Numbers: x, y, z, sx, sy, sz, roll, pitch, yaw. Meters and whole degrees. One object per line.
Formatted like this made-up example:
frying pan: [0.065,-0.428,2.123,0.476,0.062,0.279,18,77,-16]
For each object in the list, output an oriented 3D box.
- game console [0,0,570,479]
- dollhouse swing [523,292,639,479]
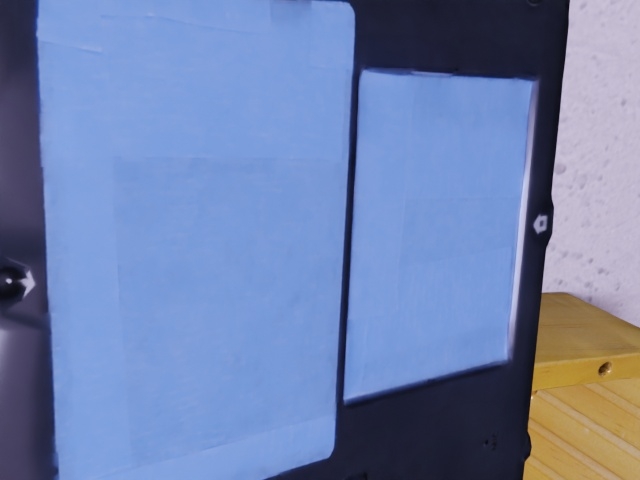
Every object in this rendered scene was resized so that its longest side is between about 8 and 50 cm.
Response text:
game console: [0.000,0.000,0.388,0.342,0.060,0.386,-5,104,-31]
dollhouse swing: [0.211,0.273,0.686,0.315,0.305,0.347,0,116,-31]
